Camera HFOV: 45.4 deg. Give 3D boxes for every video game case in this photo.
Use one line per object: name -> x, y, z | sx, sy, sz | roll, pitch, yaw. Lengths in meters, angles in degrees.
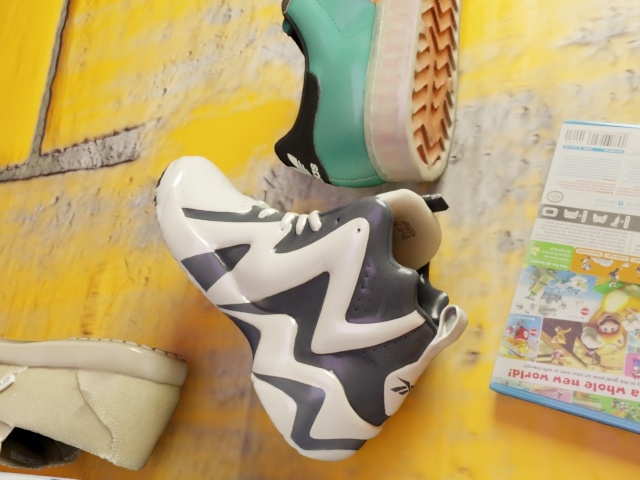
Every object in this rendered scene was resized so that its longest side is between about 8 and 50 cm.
video game case -> 0.169, 0.016, 0.412 | 0.119, 0.015, 0.166 | 11, 78, 35

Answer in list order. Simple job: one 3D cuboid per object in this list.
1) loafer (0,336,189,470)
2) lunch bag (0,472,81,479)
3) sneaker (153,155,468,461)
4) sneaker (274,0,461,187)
loafer -> -0.225, 0.122, 0.570 | 0.269, 0.102, 0.092 | -6, 67, 27
lunch bag -> -0.152, 0.222, 0.345 | 0.386, 0.328, 0.238 | -15, 67, 25
sneaker -> 0.000, 0.000, 0.481 | 0.153, 0.094, 0.235 | -41, 55, 12
sneaker -> 0.031, -0.183, 0.523 | 0.121, 0.108, 0.302 | 0, 73, 29
